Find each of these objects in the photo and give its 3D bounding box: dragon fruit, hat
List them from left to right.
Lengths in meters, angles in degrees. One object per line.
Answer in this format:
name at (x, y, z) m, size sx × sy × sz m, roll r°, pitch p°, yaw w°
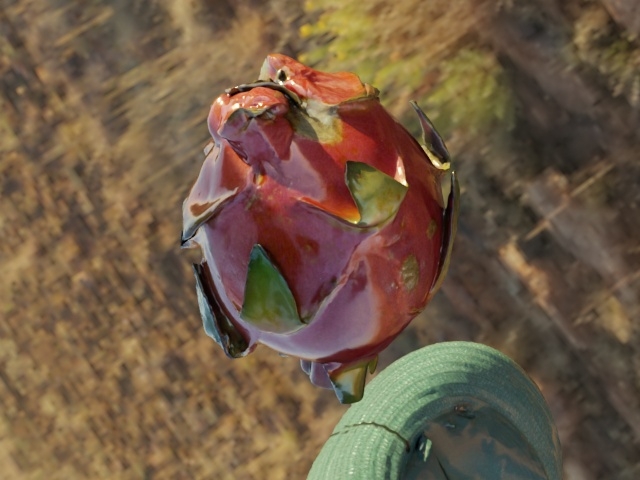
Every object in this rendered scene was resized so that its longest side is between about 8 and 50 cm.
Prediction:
dragon fruit at (-0.001, 0.002, 0.426) m, size 0.081 × 0.086 × 0.116 m, roll 27°, pitch 130°, yaw 31°
hat at (0.044, 0.133, 0.586) m, size 0.078 × 0.191 × 0.138 m, roll -29°, pitch 110°, yaw 36°
